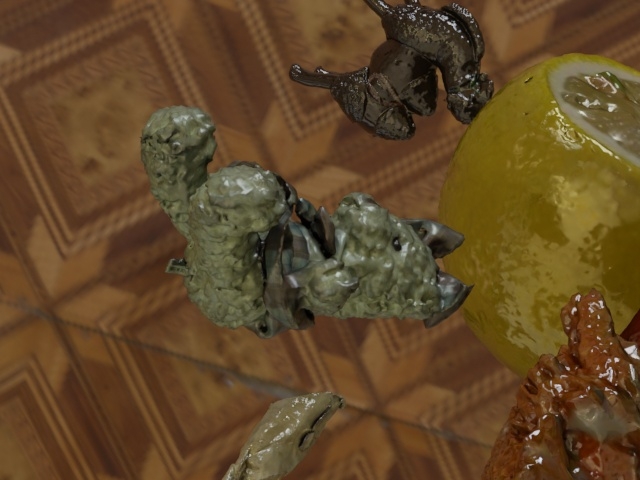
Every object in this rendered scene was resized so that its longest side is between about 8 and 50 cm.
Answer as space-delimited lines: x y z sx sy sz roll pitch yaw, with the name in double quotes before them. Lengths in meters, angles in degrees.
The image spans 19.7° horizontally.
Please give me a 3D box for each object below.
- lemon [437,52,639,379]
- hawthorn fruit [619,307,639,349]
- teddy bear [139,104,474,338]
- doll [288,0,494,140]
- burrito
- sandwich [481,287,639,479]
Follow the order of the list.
"lemon" 0.195 0.003 1.321 0.240 0.240 0.219 13 121 -21
"hawthorn fruit" 0.276 0.111 1.070 0.258 0.262 0.258 4 127 5
"teddy bear" -0.016 0.014 1.073 0.213 0.133 0.111 24 108 -34
"doll" 0.068 -0.139 1.486 0.057 0.165 0.139 6 125 -54
"burrito" -0.038 0.178 1.607 0.055 0.041 0.149 37 58 5
"sandwich" 0.119 0.132 0.886 0.109 0.185 0.160 29 118 12
